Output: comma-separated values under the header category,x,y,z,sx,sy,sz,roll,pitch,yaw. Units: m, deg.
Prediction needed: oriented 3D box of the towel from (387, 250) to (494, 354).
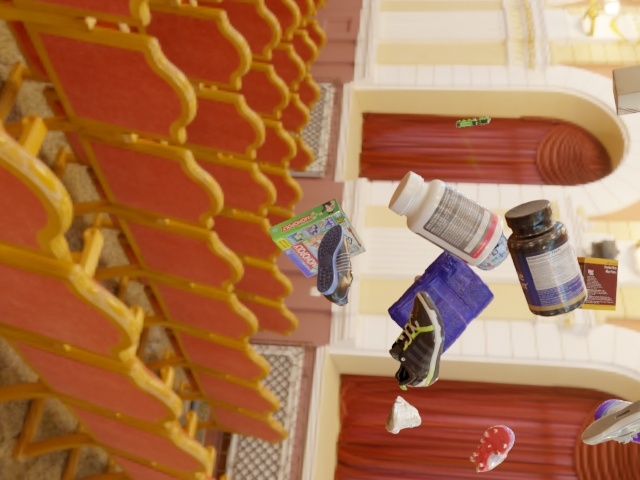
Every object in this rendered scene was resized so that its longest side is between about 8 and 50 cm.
category,x,y,z,sx,sy,sz,roll,pitch,yaw
towel,0.390,0.198,2.165,0.308,0.227,0.076,-43,170,-19

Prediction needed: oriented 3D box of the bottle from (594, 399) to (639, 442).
category,x,y,z,sx,sy,sz,roll,pitch,yaw
bottle,0.936,0.530,1.951,0.282,0.118,0.092,-4,-71,61

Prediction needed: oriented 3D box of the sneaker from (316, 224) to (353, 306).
category,x,y,z,sx,sy,sz,roll,pitch,yaw
sneaker,0.045,0.068,1.807,0.090,0.081,0.232,43,41,-35

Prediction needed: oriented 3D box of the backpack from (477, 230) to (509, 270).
category,x,y,z,sx,sy,sz,roll,pitch,yaw
backpack,0.561,0.017,2.299,0.173,0.158,0.117,50,3,-1

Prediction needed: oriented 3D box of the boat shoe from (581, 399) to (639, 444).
category,x,y,z,sx,sy,sz,roll,pitch,yaw
boat shoe,0.837,0.521,1.877,0.081,0.227,0.079,52,26,0

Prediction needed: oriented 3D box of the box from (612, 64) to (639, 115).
category,x,y,z,sx,sy,sz,roll,pitch,yaw
box,0.981,-0.443,1.927,0.094,0.275,0.113,55,36,-51

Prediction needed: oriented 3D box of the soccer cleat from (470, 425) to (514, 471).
category,x,y,z,sx,sy,sz,roll,pitch,yaw
soccer cleat,0.517,0.601,1.983,0.083,0.095,0.248,60,-28,33

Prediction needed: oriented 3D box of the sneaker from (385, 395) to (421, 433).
category,x,y,z,sx,sy,sz,roll,pitch,yaw
sneaker,0.303,0.629,2.418,0.232,0.115,0.090,-30,141,-73

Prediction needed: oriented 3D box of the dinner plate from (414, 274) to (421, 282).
category,x,y,z,sx,sy,sz,roll,pitch,yaw
dinner plate,0.430,0.203,2.767,0.017,0.141,0.141,-34,144,-25

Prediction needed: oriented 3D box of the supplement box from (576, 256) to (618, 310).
category,x,y,z,sx,sy,sz,roll,pitch,yaw
supplement box,1.013,0.163,2.581,0.129,0.191,0.194,0,-94,61

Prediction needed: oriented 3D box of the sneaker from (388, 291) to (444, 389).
category,x,y,z,sx,sy,sz,roll,pitch,yaw
sneaker,0.188,0.213,1.363,0.084,0.097,0.235,-117,-160,-58

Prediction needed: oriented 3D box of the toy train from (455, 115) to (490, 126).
category,x,y,z,sx,sy,sz,roll,pitch,yaw
toy train,0.364,-0.283,1.628,0.024,0.083,0.017,-51,131,-61

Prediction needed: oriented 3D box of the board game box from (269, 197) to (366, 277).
category,x,y,z,sx,sy,sz,roll,pitch,yaw
board game box,0.000,0.000,2.048,0.046,0.213,0.317,69,8,28

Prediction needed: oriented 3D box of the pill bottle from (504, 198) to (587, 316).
category,x,y,z,sx,sy,sz,roll,pitch,yaw
pill bottle,0.453,0.034,1.380,0.123,0.122,0.219,-68,136,-74

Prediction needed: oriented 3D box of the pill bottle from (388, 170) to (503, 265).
category,x,y,z,sx,sy,sz,roll,pitch,yaw
pill bottle,0.370,-0.072,2.036,0.176,0.318,0.176,-59,-174,10
